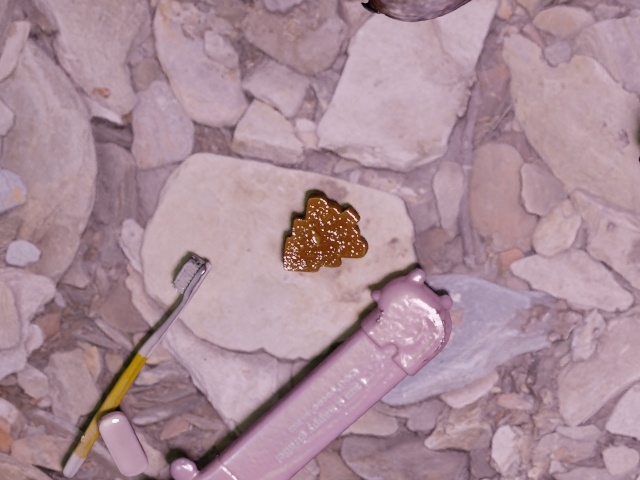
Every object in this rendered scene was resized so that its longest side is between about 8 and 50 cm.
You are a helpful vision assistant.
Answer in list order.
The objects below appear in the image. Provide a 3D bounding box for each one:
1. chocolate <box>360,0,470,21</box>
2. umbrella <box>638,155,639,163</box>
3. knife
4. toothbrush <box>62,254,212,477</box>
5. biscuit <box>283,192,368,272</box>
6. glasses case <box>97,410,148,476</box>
[{"bbox_3d":[0.148,-0.263,1.348,0.248,0.110,0.110,-14,108,10],"label":"chocolate"},{"bbox_3d":[0.455,-0.098,1.368,0.336,0.128,0.154,-18,102,8],"label":"umbrella"},{"bbox_3d":[-0.015,0.183,1.556,0.132,0.038,0.398,43,106,-12],"label":"knife"},{"bbox_3d":[-0.192,0.130,1.561,0.024,0.021,0.288,35,109,4],"label":"toothbrush"},{"bbox_3d":[0.000,0.000,1.500,0.092,0.016,0.082,-41,106,18],"label":"biscuit"},{"bbox_3d":[-0.202,0.209,1.580,0.032,0.021,0.083,-22,125,-1],"label":"glasses case"}]
